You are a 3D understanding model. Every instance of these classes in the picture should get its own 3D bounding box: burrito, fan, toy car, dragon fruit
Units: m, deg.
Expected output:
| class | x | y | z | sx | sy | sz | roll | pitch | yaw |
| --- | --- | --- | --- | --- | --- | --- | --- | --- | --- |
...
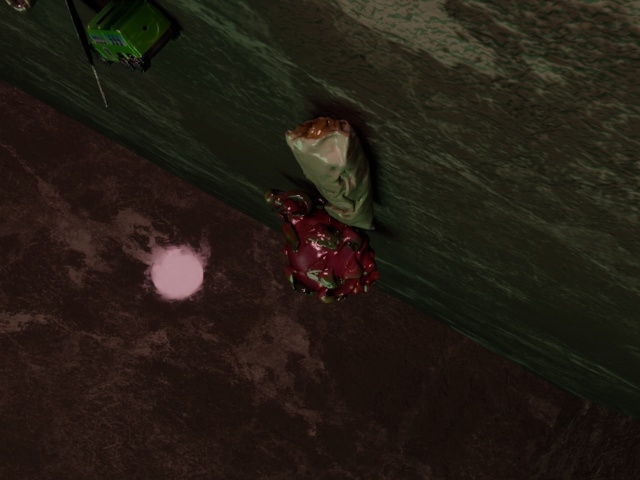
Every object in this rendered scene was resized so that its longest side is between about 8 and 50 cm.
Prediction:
| class | x | y | z | sx | sy | sz | roll | pitch | yaw |
| --- | --- | --- | --- | --- | --- | --- | --- | --- | --- |
| burrito | 0.023 | -0.092 | 0.827 | 0.117 | 0.076 | 0.392 | 28 | 174 | 15 |
| fan | -0.323 | -0.267 | 0.759 | 0.113 | 0.005 | 0.175 | -125 | 21 | -56 |
| toy car | -0.249 | -0.264 | 0.702 | 0.165 | 0.071 | 0.062 | 24 | 161 | 45 |
| dragon fruit | 0.009 | 0.001 | 1.190 | 0.198 | 0.272 | 0.218 | -16 | -175 | -22 |

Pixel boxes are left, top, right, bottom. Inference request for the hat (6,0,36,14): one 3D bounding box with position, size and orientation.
| class | x | y | z | sx | sy | sz | roll | pitch | yaw |
| --- | --- | --- | --- | --- | --- | --- | --- | --- | --- |
| hat | -0.323 | -0.339 | 0.483 | 0.214 | 0.149 | 0.245 | 31 | 136 | -16 |
